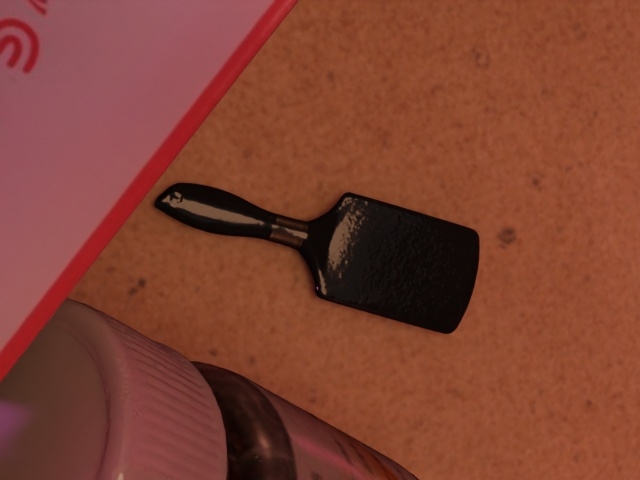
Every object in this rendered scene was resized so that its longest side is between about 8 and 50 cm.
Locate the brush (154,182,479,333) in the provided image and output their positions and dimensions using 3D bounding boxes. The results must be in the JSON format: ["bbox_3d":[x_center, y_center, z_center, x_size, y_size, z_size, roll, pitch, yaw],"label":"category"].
[{"bbox_3d":[0.000,0.000,1.038,0.193,0.016,0.063,17,83,-22],"label":"brush"}]

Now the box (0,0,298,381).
[{"bbox_3d":[-0.214,-0.126,0.760,0.314,0.300,0.312,36,96,-19],"label":"box"}]

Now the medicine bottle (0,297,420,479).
[{"bbox_3d":[-0.062,0.142,0.881,0.273,0.165,0.165,35,76,-49],"label":"medicine bottle"}]
